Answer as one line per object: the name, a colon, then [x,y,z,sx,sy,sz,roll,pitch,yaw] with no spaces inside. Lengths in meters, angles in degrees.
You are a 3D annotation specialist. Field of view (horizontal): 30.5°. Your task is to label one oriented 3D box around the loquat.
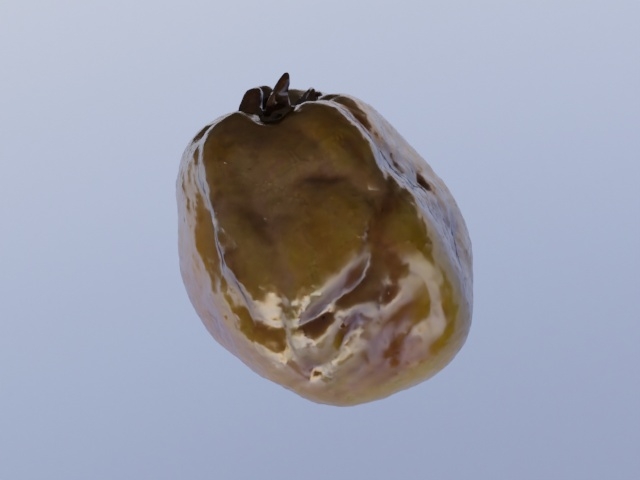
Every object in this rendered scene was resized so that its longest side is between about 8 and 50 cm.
loquat: [0.000,0.000,0.471,0.113,0.137,0.137,-30,-144,-10]
